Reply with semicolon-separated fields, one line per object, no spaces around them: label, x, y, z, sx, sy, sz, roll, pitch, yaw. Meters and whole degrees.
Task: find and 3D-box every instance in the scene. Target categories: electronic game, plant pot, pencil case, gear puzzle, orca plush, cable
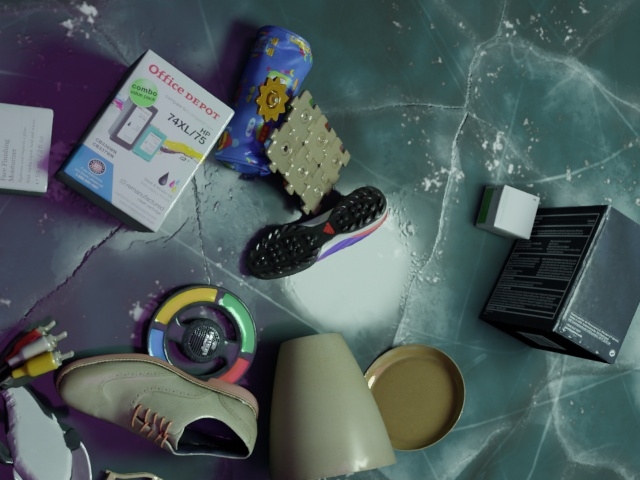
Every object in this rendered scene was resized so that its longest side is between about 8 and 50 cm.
electronic game;-0.238;0.202;1.735;0.229;0.048;0.229;0;91;-21
plant pot;0.002;0.333;1.743;0.256;0.256;0.274;-6;77;-21
pencil case;-0.110;-0.273;1.737;0.133;0.119;0.306;19;84;-13
gear puzzle;-0.054;-0.197;1.715;0.175;0.044;0.339;-60;144;-16
orca plush;-0.538;0.368;1.555;0.151;0.287;0.102;-21;144;-50
cable;-0.587;0.240;1.551;0.287;0.139;0.072;-29;133;-19
plant pot;0.194;0.335;1.833;0.236;0.236;0.032;-53;145;-12

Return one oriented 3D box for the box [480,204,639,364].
box;0.549;0.091;1.900;0.183;0.296;0.294;29;81;-18

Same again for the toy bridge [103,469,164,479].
toy bridge;-0.342;0.496;1.711;0.188;0.026;0.063;32;77;-18

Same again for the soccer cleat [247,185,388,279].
soccer cleat;0.000;0.000;1.799;0.318;0.116;0.108;-29;69;-3

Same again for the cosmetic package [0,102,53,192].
cosmetic package;-0.581;-0.164;1.542;0.183;0.151;0.151;4;88;-21

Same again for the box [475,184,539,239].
box;0.425;-0.063;1.961;0.102;0.087;0.101;18;84;-20

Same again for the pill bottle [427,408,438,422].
pill bottle;0.230;0.378;1.879;0.065;0.116;0.065;0;90;-21

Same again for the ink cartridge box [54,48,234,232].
ink cartridge box;-0.331;-0.179;1.612;0.198;0.197;0.270;35;79;-18

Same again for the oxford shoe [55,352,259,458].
oxford shoe;-0.304;0.318;1.633;0.397;0.146;0.140;12;113;-12

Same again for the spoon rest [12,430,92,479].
spoon rest;-0.473;0.485;1.631;0.137;0.084;0.276;-31;102;-18
